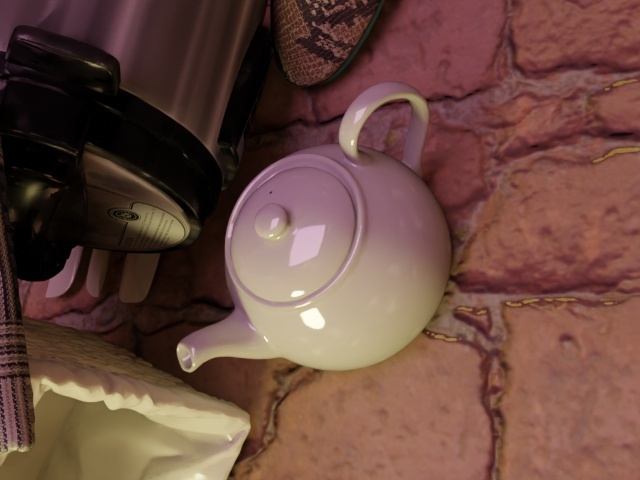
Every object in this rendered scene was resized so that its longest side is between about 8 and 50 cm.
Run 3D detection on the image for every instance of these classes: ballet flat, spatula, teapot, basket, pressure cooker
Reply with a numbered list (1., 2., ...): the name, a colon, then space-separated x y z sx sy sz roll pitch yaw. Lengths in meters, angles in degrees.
1. ballet flat: 0.044 -0.421 0.935 0.164 0.182 0.482 29 89 35
2. spatula: -0.269 -0.037 1.080 0.168 0.019 0.242 -1 69 30
3. teapot: 0.000 0.000 0.813 0.253 0.187 0.255 -12 67 25
4. basket: -0.305 0.246 0.818 0.266 0.328 0.331 24 87 35
5. pressure cooker: -0.269 -0.162 0.900 0.376 0.370 0.420 0 67 26

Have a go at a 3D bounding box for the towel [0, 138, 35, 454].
1. towel: -0.369 0.055 0.671 0.324 0.056 0.312 -22 71 28
